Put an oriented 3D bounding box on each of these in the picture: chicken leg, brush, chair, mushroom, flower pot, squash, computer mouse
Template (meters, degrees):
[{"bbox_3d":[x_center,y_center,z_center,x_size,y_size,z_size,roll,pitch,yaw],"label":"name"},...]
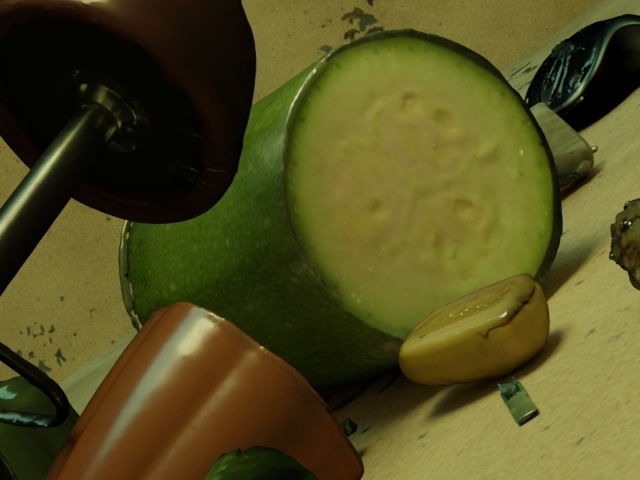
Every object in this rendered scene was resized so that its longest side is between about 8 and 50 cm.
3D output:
[{"bbox_3d":[0.258,-0.006,0.959,0.085,0.069,0.198,-10,-4,-38],"label":"chicken leg"},{"bbox_3d":[0.128,0.103,1.009,0.016,0.013,0.083,-33,8,3],"label":"brush"},{"bbox_3d":[-0.198,-0.016,1.035,0.226,0.226,0.401,-28,26,49],"label":"chair"},{"bbox_3d":[0.163,-0.086,1.527,0.278,0.096,0.099,-2,30,-34],"label":"mushroom"},{"bbox_3d":[-0.095,0.162,1.040,0.173,0.190,0.191,-47,11,-24],"label":"flower pot"},{"bbox_3d":[0.000,0.000,1.345,0.263,0.263,0.384,-38,7,-29],"label":"squash"},{"bbox_3d":[0.345,-0.219,1.928,0.233,0.096,0.137,-38,7,-35],"label":"computer mouse"}]

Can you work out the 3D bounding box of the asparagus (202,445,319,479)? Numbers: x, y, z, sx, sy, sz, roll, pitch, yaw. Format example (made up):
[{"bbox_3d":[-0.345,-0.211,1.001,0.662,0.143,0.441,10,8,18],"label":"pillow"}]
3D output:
[{"bbox_3d":[-0.040,0.192,0.769,0.129,0.108,0.382,-2,9,7],"label":"asparagus"}]

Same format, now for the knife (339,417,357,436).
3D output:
[{"bbox_3d":[-0.019,0.170,1.232,0.045,0.021,0.222,-38,3,-34],"label":"knife"}]

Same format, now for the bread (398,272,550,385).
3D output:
[{"bbox_3d":[0.115,0.073,1.107,0.115,0.056,0.082,-26,13,27],"label":"bread"}]

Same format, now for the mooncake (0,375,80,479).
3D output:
[{"bbox_3d":[-0.376,0.284,1.531,0.351,0.187,0.351,-32,5,3],"label":"mooncake"}]
